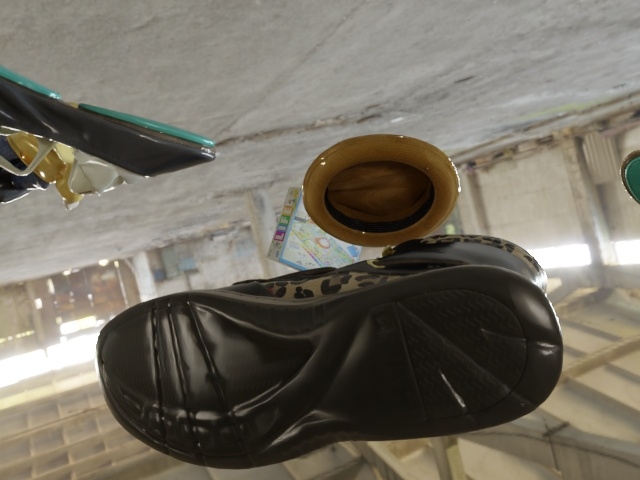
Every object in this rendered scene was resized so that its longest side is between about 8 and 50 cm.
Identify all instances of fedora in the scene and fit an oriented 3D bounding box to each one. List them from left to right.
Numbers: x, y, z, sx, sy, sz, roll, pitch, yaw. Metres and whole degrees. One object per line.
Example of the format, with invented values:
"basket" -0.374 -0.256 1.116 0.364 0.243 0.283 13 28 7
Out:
"fedora" 0.074 -0.075 0.765 0.194 0.194 0.079 -14 -139 15

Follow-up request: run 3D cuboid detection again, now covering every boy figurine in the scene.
"boy figurine" -0.393 -0.122 0.860 0.285 0.177 0.092 -7 -151 43

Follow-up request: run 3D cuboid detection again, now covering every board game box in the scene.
"board game box" 0.000 0.000 0.859 0.026 0.103 0.154 10 169 44

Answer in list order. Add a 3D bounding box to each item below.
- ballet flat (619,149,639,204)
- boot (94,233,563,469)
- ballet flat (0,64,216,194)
"ballet flat" 0.463 -0.060 0.783 0.073 0.206 0.067 -43 -161 40
"boot" 0.023 0.077 0.549 0.377 0.138 0.284 -14 180 24
"ballet flat" -0.176 -0.071 0.412 0.203 0.074 0.074 19 171 -14
